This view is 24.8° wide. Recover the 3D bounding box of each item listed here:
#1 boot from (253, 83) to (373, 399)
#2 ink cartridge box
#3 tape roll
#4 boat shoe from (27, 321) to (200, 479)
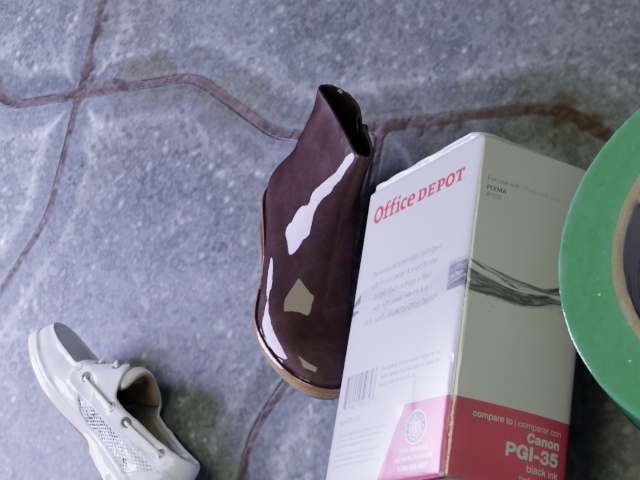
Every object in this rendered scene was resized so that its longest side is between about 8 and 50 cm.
[{"bbox_3d":[0.000,0.000,1.366,0.248,0.090,0.207,-108,31,-43],"label":"boot"},{"bbox_3d":[0.115,0.079,1.215,0.207,0.117,0.283,-28,49,61],"label":"ink cartridge box"},{"bbox_3d":[0.331,0.013,1.020,0.321,0.077,0.321,-15,56,24],"label":"tape roll"},{"bbox_3d":[-0.207,0.168,1.511,0.096,0.098,0.277,-49,56,10],"label":"boat shoe"}]
